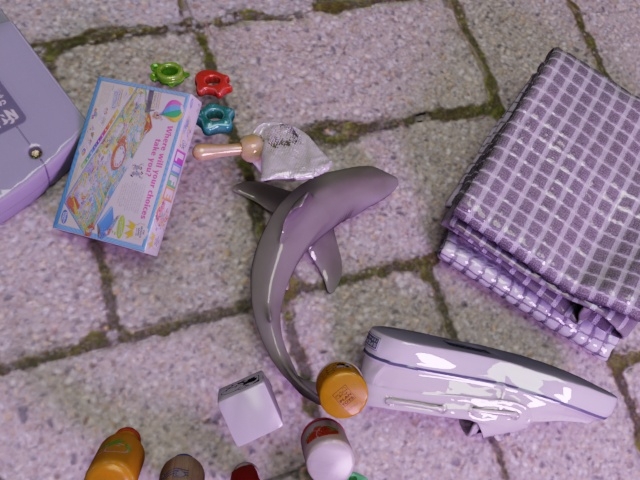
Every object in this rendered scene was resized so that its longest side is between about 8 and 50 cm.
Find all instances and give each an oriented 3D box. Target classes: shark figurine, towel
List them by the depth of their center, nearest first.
[{"bbox_3d":[-0.022,0.015,0.745,0.166,0.116,0.278,19,63,-5],"label":"shark figurine"},{"bbox_3d":[0.282,-0.050,0.843,0.235,0.121,0.284,33,64,2],"label":"towel"}]

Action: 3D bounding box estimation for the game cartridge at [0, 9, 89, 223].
[{"bbox_3d":[-0.382,-0.083,0.725,0.297,0.062,0.198,-34,84,-24],"label":"game cartridge"}]

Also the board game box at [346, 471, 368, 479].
[{"bbox_3d":[-0.051,0.369,0.509,0.389,0.050,0.390,-17,40,-20],"label":"board game box"}]

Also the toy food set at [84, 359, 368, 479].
[{"bbox_3d":[-0.067,0.171,0.652,0.232,0.104,0.111,-25,98,-3],"label":"toy food set"}]

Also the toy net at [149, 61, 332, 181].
[{"bbox_3d":[-0.092,-0.108,0.784,0.232,0.045,0.122,21,51,13],"label":"toy net"}]

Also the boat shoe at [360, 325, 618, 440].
[{"bbox_3d":[0.160,0.150,0.758,0.258,0.095,0.084,14,94,-5],"label":"boat shoe"}]

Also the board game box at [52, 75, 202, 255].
[{"bbox_3d":[-0.184,-0.072,0.737,0.103,0.026,0.154,14,84,17],"label":"board game box"}]
